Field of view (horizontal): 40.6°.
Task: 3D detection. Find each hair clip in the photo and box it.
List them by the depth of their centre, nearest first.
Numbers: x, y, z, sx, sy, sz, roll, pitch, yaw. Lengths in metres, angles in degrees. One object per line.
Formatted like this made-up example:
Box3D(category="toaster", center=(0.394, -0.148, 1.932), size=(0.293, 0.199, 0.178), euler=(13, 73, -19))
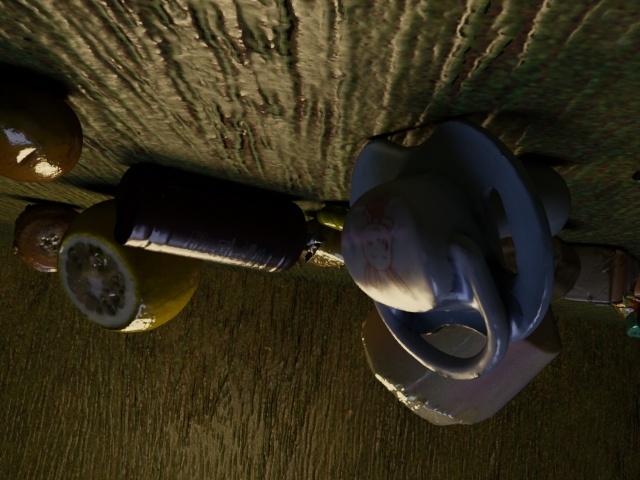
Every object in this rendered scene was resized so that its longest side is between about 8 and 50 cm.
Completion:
Box3D(category="hair clip", center=(0.070, -0.028, 1.279), size=(0.173, 0.046, 0.072), euler=(6, 170, 33))

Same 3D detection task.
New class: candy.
Box3D(category="candy", center=(0.743, 0.117, 1.757), size=(0.288, 0.078, 0.084), euler=(-7, -163, 31))

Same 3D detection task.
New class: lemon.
Box3D(category="lemon", center=(-0.319, 0.033, 1.517), size=(0.241, 0.240, 0.219), euler=(4, -158, 33))

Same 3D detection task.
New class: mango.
Box3D(category="mango", center=(-0.282, -0.106, 0.830), size=(0.115, 0.089, 0.165), euler=(21, 166, -25))

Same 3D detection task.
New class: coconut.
Box3D(category="coconut", center=(0.253, 0.140, 1.498), size=(0.297, 0.309, 0.297), euler=(38, -164, -13))

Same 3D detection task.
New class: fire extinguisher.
Box3D(category="fire extinguisher", center=(-0.132, -0.018, 1.280), size=(0.338, 0.114, 0.135), euler=(12, 159, -31))

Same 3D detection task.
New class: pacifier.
Box3D(category="pacifier", center=(0.150, -0.005, 0.821), size=(0.226, 0.238, 0.287), euler=(-21, -175, -25))

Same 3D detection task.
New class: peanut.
Box3D(category="peanut", center=(0.252, 0.024, 1.143), size=(0.149, 0.149, 0.313), euler=(4, 173, 29))

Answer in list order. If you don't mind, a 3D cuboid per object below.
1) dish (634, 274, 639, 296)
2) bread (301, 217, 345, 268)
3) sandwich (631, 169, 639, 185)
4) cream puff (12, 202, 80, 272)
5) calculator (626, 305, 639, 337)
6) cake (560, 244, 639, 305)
Box3D(category="dish", center=(0.521, 0.036, 1.117), size=(0.214, 0.090, 0.213), euler=(6, 175, 0))
Box3D(category="bread", center=(0.000, 0.000, 1.451), size=(0.095, 0.082, 0.157), euler=(11, 171, -7))
Box3D(category="sandwich", center=(0.332, -0.057, 0.777), size=(0.101, 0.026, 0.069), euler=(6, 175, 24))
Box3D(category="cream puff", center=(-0.562, -0.009, 1.818), size=(0.165, 0.150, 0.115), euler=(49, 177, -20))
Box3D(category="calculator", center=(0.748, 0.137, 1.652), size=(0.249, 0.058, 0.274), euler=(9, 156, -5))
Box3D(category="cake", center=(0.466, 0.039, 1.442), size=(0.110, 0.090, 0.225), euler=(2, -170, 29))
